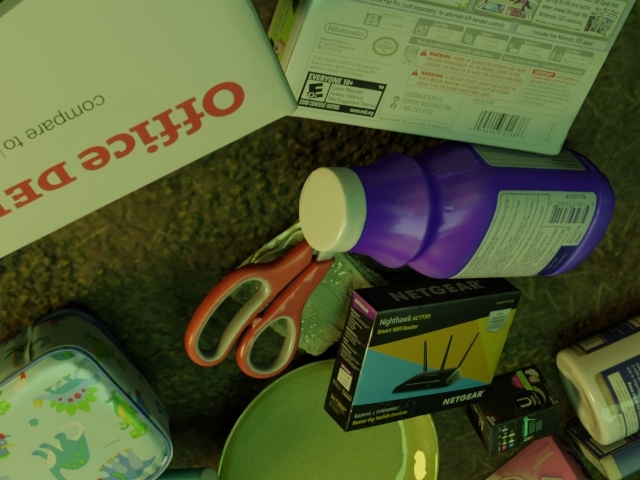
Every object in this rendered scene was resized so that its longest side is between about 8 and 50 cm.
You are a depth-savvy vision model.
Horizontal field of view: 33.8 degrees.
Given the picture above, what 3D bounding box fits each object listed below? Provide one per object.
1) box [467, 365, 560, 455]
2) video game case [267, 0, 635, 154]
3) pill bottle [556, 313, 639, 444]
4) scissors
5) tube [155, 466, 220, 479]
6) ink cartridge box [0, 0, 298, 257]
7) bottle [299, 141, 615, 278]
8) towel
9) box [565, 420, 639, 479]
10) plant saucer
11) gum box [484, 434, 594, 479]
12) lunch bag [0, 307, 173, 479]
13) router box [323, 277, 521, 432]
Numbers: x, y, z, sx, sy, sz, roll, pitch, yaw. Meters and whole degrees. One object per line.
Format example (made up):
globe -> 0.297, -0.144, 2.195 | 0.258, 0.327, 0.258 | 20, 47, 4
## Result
box -> 0.208, 0.184, 1.138 | 0.083, 0.062, 0.052 | -16, 132, -9
video game case -> 0.112, -0.195, 0.793 | 0.270, 0.061, 0.244 | 5, 126, -26
pill bottle -> 0.360, 0.132, 1.124 | 0.187, 0.112, 0.112 | -23, 132, -2
scissors -> 0.000, 0.000, 0.903 | 0.109, 0.021, 0.297 | 33, 99, -33
tube -> -0.198, 0.246, 1.000 | 0.207, 0.052, 0.080 | -6, 129, 18
ink cartridge box -> -0.220, -0.194, 0.590 | 0.285, 0.166, 0.395 | -26, 133, 0
bottle -> 0.117, -0.025, 0.887 | 0.283, 0.092, 0.118 | -1, 132, -33
towel -> -0.010, 0.045, 0.962 | 0.110, 0.027, 0.148 | -38, 131, 12
box -> 0.399, 0.190, 1.179 | 0.225, 0.136, 0.036 | -27, 95, 0
plant saucer -> 0.005, 0.232, 1.058 | 0.241, 0.037, 0.240 | -3, 99, -22
gum box -> 0.242, 0.321, 1.233 | 0.188, 0.107, 0.062 | -43, 130, 14
lunch bag -> -0.249, 0.177, 0.914 | 0.219, 0.090, 0.176 | -34, 117, 5
router box -> 0.098, 0.104, 1.005 | 0.179, 0.046, 0.133 | -6, 121, -34
